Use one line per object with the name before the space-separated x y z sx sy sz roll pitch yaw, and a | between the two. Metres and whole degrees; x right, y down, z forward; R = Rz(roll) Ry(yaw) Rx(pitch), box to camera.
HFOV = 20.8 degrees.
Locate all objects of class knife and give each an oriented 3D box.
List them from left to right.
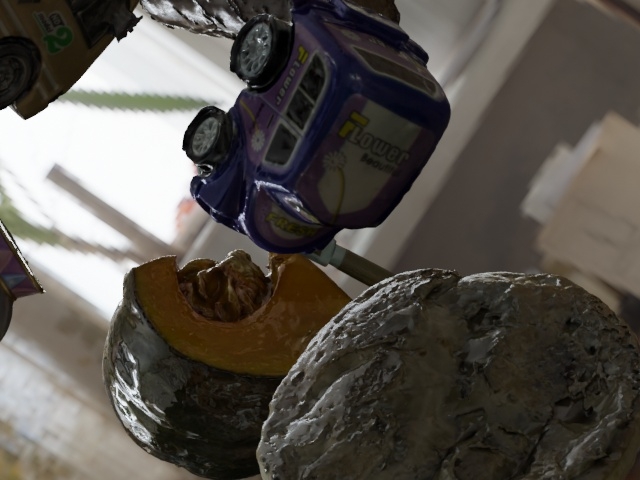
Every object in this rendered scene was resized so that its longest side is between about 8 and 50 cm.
knife | 0.000 -0.001 2.050 0.027 0.343 0.061 -34 32 62

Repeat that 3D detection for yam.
yam | -0.052 -0.260 1.817 0.280 0.131 0.131 15 65 35

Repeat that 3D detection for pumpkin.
pumpkin | -0.105 0.143 2.094 0.225 0.303 0.256 104 150 -53

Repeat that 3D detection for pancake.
pancake | 0.123 0.160 1.618 0.387 0.387 0.082 -66 -30 -45

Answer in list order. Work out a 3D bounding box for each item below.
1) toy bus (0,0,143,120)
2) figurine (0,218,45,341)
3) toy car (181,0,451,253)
toy bus | -0.260 -0.260 1.261 0.202 0.177 0.365 -42 -30 -12
figurine | -0.361 0.069 1.421 0.263 0.142 0.189 -32 -9 -5
toy car | 0.001 -0.084 1.534 0.235 0.172 0.158 -58 36 17
